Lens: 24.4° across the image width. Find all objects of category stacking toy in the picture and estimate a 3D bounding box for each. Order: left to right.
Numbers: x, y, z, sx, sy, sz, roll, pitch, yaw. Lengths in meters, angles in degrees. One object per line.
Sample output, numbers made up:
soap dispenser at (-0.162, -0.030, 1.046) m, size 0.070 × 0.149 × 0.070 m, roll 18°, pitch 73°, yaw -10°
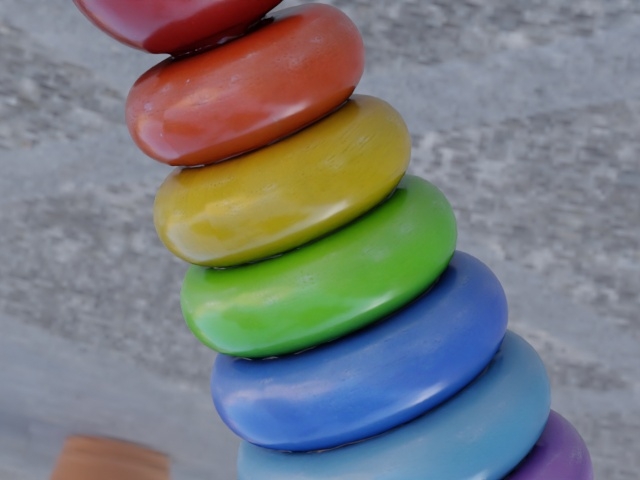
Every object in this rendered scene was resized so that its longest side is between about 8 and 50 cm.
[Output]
stacking toy at (0.000, 0.000, 0.537) m, size 0.141 × 0.141 × 0.330 m, roll -8°, pitch 110°, yaw 42°
